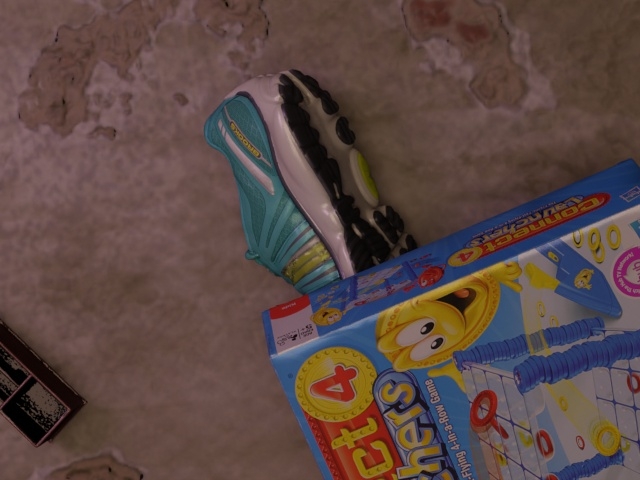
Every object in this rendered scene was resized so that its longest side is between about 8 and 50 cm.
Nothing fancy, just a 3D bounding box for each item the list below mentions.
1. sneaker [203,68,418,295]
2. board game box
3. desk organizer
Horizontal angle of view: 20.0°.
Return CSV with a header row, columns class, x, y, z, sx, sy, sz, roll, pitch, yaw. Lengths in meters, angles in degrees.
class,x,y,z,sx,sy,sz,roll,pitch,yaw
sneaker,0.000,0.000,1.431,0.110,0.107,0.275,-22,95,34
board game box,0.153,0.140,1.361,0.302,0.086,0.308,-23,110,3
desk organizer,-0.254,0.105,1.463,0.130,0.050,0.047,43,94,2
